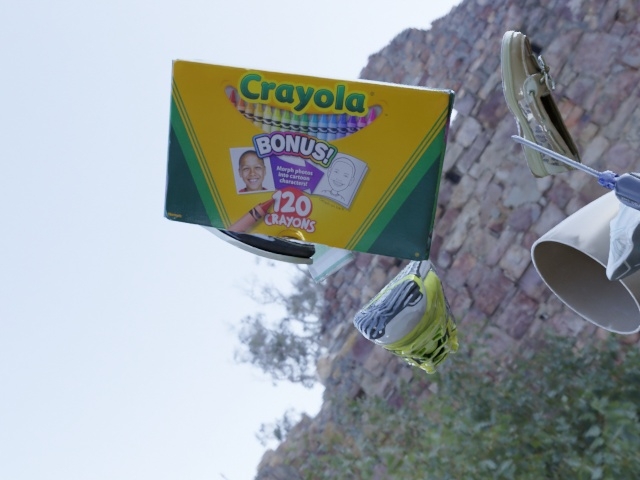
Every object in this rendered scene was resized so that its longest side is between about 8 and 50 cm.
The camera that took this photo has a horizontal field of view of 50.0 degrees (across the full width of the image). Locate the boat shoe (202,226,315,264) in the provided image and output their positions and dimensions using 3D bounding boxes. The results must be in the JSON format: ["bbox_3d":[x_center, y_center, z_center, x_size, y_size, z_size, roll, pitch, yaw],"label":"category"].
[{"bbox_3d":[-0.100,-0.036,0.868,0.084,0.233,0.079,3,-68,-59],"label":"boat shoe"}]

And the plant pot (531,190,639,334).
[{"bbox_3d":[0.615,0.001,1.382,0.274,0.256,0.256,-43,-22,-13],"label":"plant pot"}]

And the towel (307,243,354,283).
[{"bbox_3d":[0.000,0.000,1.435,0.113,0.152,0.023,-36,-18,32],"label":"towel"}]

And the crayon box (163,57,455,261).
[{"bbox_3d":[-0.014,-0.087,0.703,0.081,0.278,0.166,-47,-35,-72],"label":"crayon box"}]

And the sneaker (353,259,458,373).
[{"bbox_3d":[0.152,0.121,1.039,0.145,0.147,0.384,-43,-10,6],"label":"sneaker"}]

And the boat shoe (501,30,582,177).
[{"bbox_3d":[0.398,-0.248,1.239,0.285,0.089,0.105,62,-140,-28],"label":"boat shoe"}]

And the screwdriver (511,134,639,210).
[{"bbox_3d":[0.200,-0.051,0.508,0.025,0.170,0.024,21,-77,-29],"label":"screwdriver"}]

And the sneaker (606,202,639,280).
[{"bbox_3d":[0.477,0.000,1.069,0.053,0.061,0.152,-11,-45,-11],"label":"sneaker"}]
